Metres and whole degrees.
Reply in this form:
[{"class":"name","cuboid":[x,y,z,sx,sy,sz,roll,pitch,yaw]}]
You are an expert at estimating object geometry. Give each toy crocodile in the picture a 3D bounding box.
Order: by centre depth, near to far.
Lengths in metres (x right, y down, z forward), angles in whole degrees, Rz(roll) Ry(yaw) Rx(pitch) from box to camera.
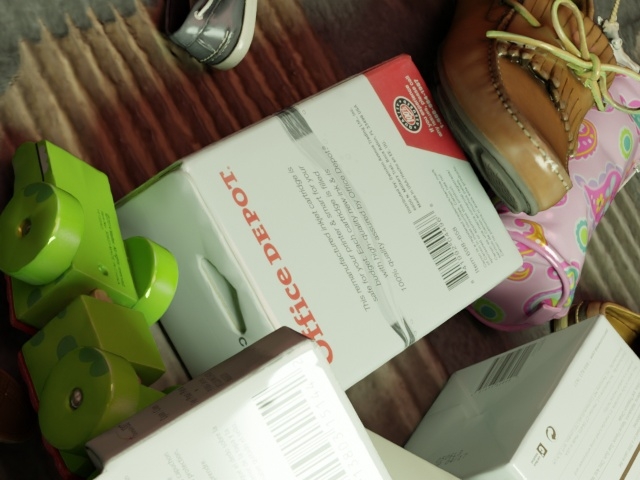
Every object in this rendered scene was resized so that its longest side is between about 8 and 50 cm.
[{"class":"toy crocodile","cuboid":[-0.150,0.070,1.025,0.115,0.105,0.340,29,31,-46]}]

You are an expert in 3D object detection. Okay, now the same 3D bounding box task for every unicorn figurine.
[{"class":"unicorn figurine","cuboid":[0.312,-0.153,1.586,0.162,0.060,0.111,33,50,-45]}]

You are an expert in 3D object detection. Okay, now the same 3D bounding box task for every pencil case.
[{"class":"pencil case","cuboid":[0.209,-0.046,1.398,0.124,0.124,0.284,48,45,-12]}]

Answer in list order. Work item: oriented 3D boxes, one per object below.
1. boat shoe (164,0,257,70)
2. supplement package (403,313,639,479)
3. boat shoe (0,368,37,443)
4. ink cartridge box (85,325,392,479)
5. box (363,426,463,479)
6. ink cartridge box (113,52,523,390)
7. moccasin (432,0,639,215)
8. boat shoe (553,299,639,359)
[{"class":"boat shoe","cuboid":[-0.090,-0.239,1.269,0.065,0.075,0.206,16,65,-38]},{"class":"supplement package","cuboid":[0.211,0.237,1.225,0.293,0.177,0.175,50,48,-11]},{"class":"boat shoe","cuboid":[-0.243,0.095,1.001,0.135,0.045,0.050,30,47,-27]},{"class":"ink cartridge box","cuboid":[-0.052,0.240,0.901,0.261,0.066,0.296,-31,103,-13]},{"class":"box","cuboid":[0.085,0.254,1.059,0.311,0.148,0.121,27,31,-4]},{"class":"ink cartridge box","cuboid":[0.000,0.000,1.203,0.273,0.114,0.197,-30,91,-45]},{"class":"moccasin","cuboid":[0.186,-0.145,1.326,0.139,0.147,0.380,57,22,-16]},{"class":"boat shoe","cuboid":[0.292,0.102,1.439,0.178,0.060,0.064,26,55,-29]}]
